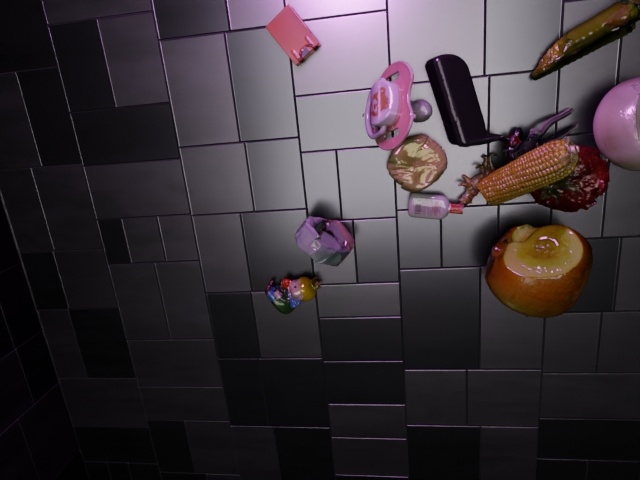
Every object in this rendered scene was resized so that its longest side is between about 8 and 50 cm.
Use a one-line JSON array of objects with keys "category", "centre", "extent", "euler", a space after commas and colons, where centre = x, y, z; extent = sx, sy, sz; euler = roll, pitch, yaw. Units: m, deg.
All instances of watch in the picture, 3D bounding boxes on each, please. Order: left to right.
[{"category": "watch", "centre": [0.000, 0.000, 1.898], "extent": [0.241, 0.253, 0.162], "euler": [19, 116, -38]}]

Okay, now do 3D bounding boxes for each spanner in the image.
[{"category": "spanner", "centre": [0.832, -0.390, 1.713], "extent": [0.324, 0.040, 0.096], "euler": [-31, 103, -13]}]

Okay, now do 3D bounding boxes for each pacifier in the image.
[{"category": "pacifier", "centre": [0.290, -0.502, 1.734], "extent": [0.272, 0.220, 0.332], "euler": [0, 85, 8]}]

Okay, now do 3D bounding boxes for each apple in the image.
[{"category": "apple", "centre": [0.836, 0.101, 1.785], "extent": [0.374, 0.374, 0.384], "euler": [17, 115, 3]}]

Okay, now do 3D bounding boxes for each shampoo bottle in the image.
[{"category": "shampoo bottle", "centre": [0.476, -0.138, 1.898], "extent": [0.220, 0.051, 0.108], "euler": [6, 114, 15]}]

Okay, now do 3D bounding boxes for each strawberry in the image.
[{"category": "strawberry", "centre": [0.942, -0.239, 1.728], "extent": [0.274, 0.220, 0.274], "euler": [26, 127, 40]}]

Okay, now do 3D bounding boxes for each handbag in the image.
[{"category": "handbag", "centre": [-0.104, -0.792, 1.782], "extent": [0.127, 0.063, 0.190], "euler": [-38, 95, 17]}]

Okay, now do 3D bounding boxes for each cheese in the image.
[{"category": "cheese", "centre": [0.385, -0.313, 1.843], "extent": [0.226, 0.117, 0.214], "euler": [-40, 95, 13]}]

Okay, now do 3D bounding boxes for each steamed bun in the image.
[{"category": "steamed bun", "centre": [1.120, -0.407, 1.625], "extent": [0.324, 0.206, 0.325], "euler": [-1, 92, -17]}]

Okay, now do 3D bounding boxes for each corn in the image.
[{"category": "corn", "centre": [0.746, -0.237, 1.672], "extent": [0.144, 0.144, 0.387], "euler": [46, 139, -8]}]

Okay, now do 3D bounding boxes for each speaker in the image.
[{"category": "speaker", "centre": [0.546, -0.519, 1.720], "extent": [0.184, 0.180, 0.389], "euler": [-22, 105, 8]}]

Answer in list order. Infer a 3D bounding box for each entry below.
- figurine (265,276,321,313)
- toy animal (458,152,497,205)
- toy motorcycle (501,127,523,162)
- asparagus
[{"category": "figurine", "centre": [-0.125, 0.218, 2.095], "extent": [0.234, 0.127, 0.185], "euler": [-39, 91, 28]}, {"category": "toy animal", "centre": [0.634, -0.247, 1.858], "extent": [0.099, 0.057, 0.241], "euler": [38, 108, -12]}, {"category": "toy motorcycle", "centre": [0.756, -0.324, 1.776], "extent": [0.082, 0.122, 0.213], "euler": [9, 113, 39]}, {"category": "asparagus", "centre": [0.929, -0.710, 1.625], "extent": [0.381, 0.128, 0.108], "euler": [-27, 66, 17]}]
